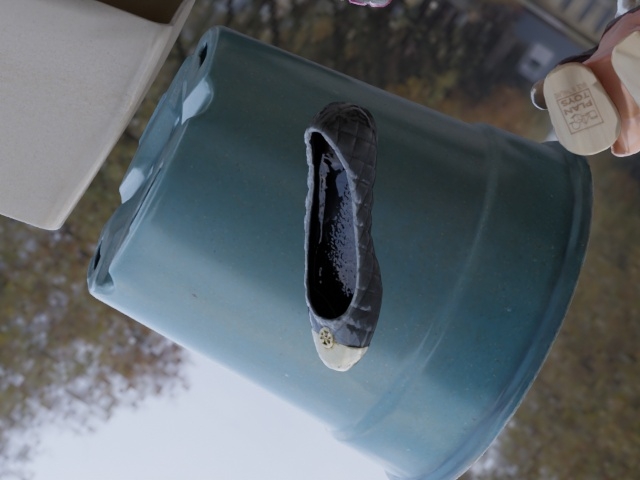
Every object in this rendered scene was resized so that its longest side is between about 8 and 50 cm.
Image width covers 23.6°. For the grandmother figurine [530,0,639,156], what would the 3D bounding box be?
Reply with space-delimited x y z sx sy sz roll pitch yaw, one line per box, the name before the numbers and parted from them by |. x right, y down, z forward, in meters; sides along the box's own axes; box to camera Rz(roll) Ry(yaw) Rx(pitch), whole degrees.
grandmother figurine | 0.278 -0.163 1.321 0.342 0.208 0.104 -42 -66 -60

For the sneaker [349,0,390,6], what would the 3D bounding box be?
sneaker | -0.019 -0.311 1.418 0.252 0.111 0.103 35 -173 -21

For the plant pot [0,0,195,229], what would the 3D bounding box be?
plant pot | -0.118 -0.067 0.602 0.109 0.096 0.109 19 -163 -4

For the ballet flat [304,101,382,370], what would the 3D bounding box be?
ballet flat | 0.005 0.000 0.922 0.057 0.173 0.049 17 -153 37

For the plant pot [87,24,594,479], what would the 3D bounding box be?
plant pot | 0.000 0.000 1.323 0.334 0.341 0.341 25 -168 -14
